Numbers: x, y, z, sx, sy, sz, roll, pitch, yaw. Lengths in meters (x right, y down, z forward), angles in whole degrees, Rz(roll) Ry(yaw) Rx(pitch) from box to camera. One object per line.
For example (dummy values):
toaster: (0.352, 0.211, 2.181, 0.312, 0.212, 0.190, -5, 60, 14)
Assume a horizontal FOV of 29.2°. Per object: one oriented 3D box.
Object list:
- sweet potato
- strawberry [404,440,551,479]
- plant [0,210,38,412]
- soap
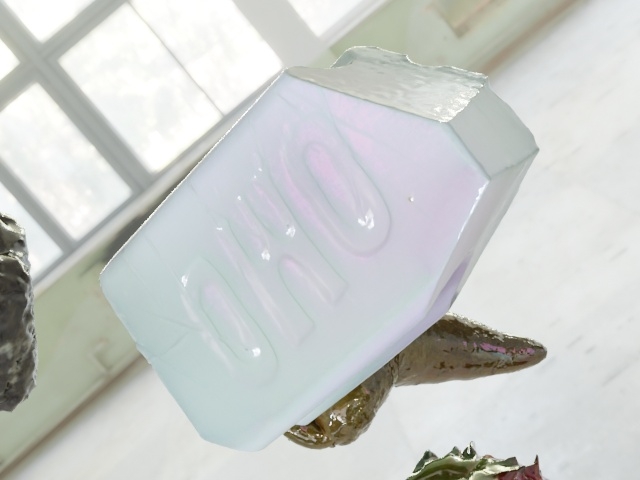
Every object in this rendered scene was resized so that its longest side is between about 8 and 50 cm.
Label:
sweet potato: (0.084, 0.125, 1.276, 0.310, 0.124, 0.098, -15, -30, -31)
strawberry: (0.140, 0.320, 1.043, 0.257, 0.277, 0.257, -15, 4, 1)
plant: (-0.423, 0.034, 1.329, 0.215, 0.312, 0.213, -11, 25, -14)
soap: (0.000, 0.000, 0.956, 0.347, 0.208, 0.115, -43, -11, 33)
